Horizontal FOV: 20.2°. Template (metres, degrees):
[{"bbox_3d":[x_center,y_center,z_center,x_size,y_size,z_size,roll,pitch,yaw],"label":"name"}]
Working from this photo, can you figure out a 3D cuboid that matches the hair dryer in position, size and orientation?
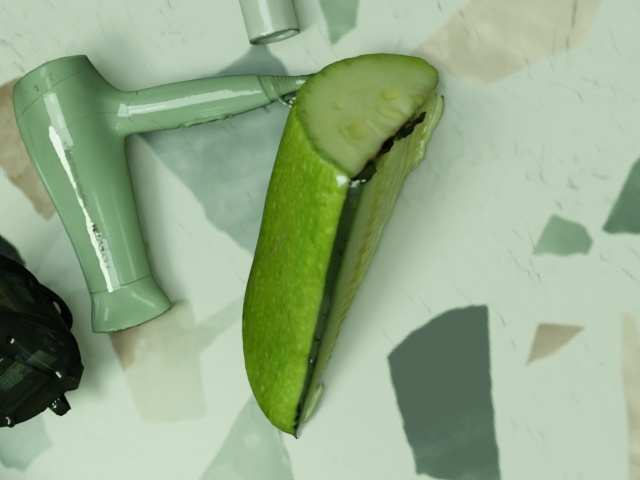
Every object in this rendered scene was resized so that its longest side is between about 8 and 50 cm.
[{"bbox_3d":[-0.093,-0.061,1.333,0.237,0.075,0.206,-20,93,6],"label":"hair dryer"}]

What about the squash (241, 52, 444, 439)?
[{"bbox_3d":[0.000,0.000,1.320,0.093,0.169,0.252,24,130,12],"label":"squash"}]

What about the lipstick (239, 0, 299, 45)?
[{"bbox_3d":[-0.050,-0.216,1.321,0.040,0.040,0.141,-14,88,14],"label":"lipstick"}]

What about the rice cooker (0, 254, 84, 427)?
[{"bbox_3d":[-0.246,0.074,1.309,0.112,0.165,0.106,-43,53,12],"label":"rice cooker"}]
